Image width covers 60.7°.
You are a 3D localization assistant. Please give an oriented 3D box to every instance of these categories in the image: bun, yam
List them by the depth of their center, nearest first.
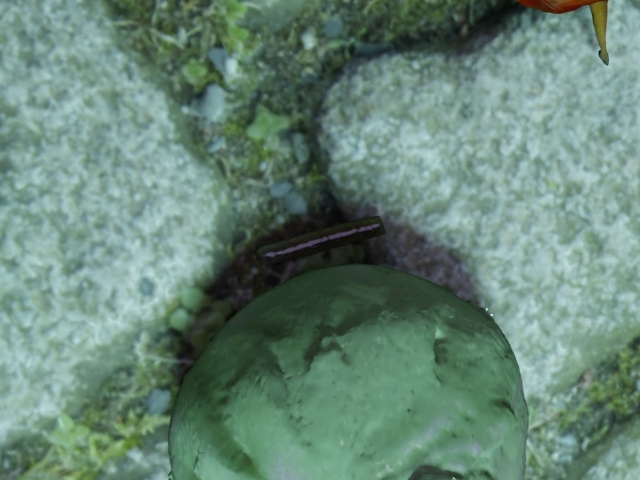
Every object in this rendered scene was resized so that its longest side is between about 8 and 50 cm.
[{"bbox_3d":[0.031,0.164,0.399,0.293,0.187,0.293,0,91,-3],"label":"bun"},{"bbox_3d":[0.000,0.000,0.479,0.116,0.021,0.021,-14,91,-4],"label":"yam"}]

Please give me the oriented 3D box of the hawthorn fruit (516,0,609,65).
[{"bbox_3d":[0.219,-0.255,0.432,0.207,0.207,0.243,-19,119,-5],"label":"hawthorn fruit"}]
